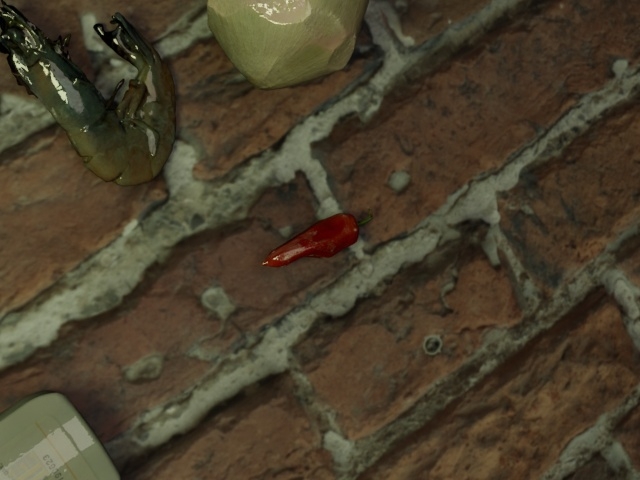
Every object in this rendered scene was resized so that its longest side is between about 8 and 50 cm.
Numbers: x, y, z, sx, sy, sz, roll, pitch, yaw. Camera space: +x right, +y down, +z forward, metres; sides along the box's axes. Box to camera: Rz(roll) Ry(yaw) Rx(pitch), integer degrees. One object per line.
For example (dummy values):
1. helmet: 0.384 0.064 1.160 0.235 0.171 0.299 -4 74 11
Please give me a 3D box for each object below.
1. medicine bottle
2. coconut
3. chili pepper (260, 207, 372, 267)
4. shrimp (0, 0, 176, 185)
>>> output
1. medicine bottle: -0.395 0.316 1.414 0.296 0.111 0.161 -38 102 -23
2. coconut: -0.045 -0.305 1.548 0.224 0.224 0.234 35 76 -20
3. chili pepper: 0.001 0.001 1.638 0.191 0.059 0.050 -24 106 -26
4. shrimp: -0.277 -0.209 1.514 0.178 0.075 0.289 -46 105 -28
